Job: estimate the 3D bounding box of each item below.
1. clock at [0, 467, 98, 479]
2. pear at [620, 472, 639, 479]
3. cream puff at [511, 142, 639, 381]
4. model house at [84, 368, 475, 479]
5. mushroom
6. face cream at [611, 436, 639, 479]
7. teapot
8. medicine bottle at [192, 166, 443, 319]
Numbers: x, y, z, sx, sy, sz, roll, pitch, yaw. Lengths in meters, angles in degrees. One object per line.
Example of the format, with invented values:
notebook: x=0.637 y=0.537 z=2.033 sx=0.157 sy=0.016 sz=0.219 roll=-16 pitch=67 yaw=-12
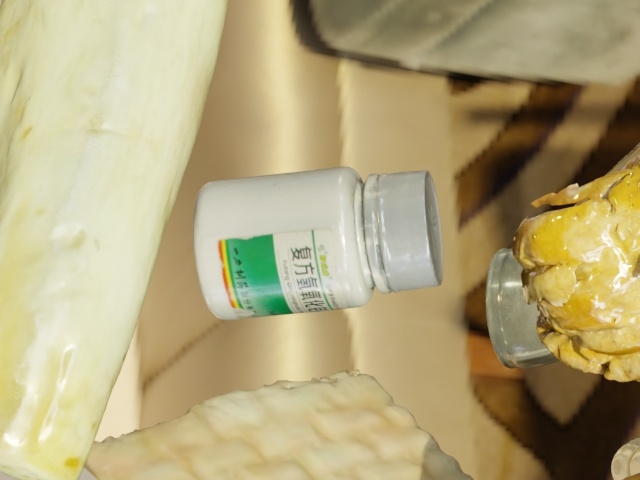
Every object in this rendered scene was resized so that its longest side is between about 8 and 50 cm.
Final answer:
clock: x=-0.250 y=0.141 z=0.922 sx=0.235 sy=0.166 sz=0.309 roll=-46 pitch=62 yaw=10
pear: x=0.248 y=0.260 z=1.054 sx=0.314 sy=0.314 sz=0.314 roll=-29 pitch=57 yaw=59
cream puff: x=0.142 y=0.008 z=0.803 sx=0.104 sy=0.119 sz=0.133 roll=49 pitch=159 yaw=6
model house: x=-0.037 y=0.388 z=1.244 sx=0.400 sy=0.395 sz=0.445 roll=40 pitch=125 yaw=31
mushroom: x=-0.092 y=-0.058 z=0.766 sx=0.107 sy=0.087 sz=0.333 roll=-18 pitch=49 yaw=48
face cream: x=0.333 y=0.181 z=1.427 sx=0.348 sy=0.173 sz=0.081 roll=137 pitch=141 yaw=-81
teapot: x=0.180 y=0.036 z=1.429 sx=0.091 sy=0.092 sz=0.124 roll=-4 pitch=51 yaw=24
medicine bottle: x=0.000 y=0.000 z=1.065 sx=0.080 sy=0.130 sz=0.080 roll=-5 pitch=-90 yaw=-79
